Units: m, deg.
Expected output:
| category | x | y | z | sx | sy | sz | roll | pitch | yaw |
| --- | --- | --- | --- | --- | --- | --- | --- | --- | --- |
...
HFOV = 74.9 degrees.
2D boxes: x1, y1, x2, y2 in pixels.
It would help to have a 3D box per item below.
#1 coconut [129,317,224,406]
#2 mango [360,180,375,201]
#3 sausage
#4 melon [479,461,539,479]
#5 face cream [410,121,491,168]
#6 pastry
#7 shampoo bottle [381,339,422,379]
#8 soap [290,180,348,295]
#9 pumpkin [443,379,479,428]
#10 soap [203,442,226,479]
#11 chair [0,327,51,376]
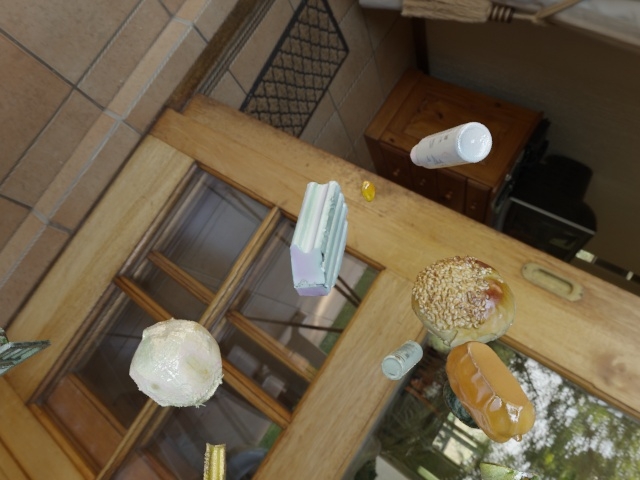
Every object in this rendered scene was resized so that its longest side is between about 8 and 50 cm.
| category | x | y | z | sx | sy | sz | roll | pitch | yaw |
| --- | --- | --- | --- | --- | --- | --- | --- | --- | --- |
| coconut | -0.312 | 0.258 | 0.905 | 0.194 | 0.194 | 0.194 | -44 | 151 | -32 |
| mango | 0.189 | -0.193 | 1.660 | 0.060 | 0.046 | 0.089 | -24 | 120 | -22 |
| sausage | 0.385 | 0.345 | 0.965 | 0.120 | 0.241 | 0.136 | -1 | 122 | -21 |
| melon | 0.539 | 0.680 | 1.171 | 0.128 | 0.160 | 0.079 | 114 | -6 | -58 |
| face cream | 0.281 | -0.207 | 0.951 | 0.082 | 0.082 | 0.269 | -60 | -169 | 0 |
| pastry | 0.552 | 0.227 | 1.650 | 0.409 | 0.409 | 0.245 | -47 | 133 | -26 |
| shampoo bottle | 0.311 | 0.427 | 1.532 | 0.262 | 0.085 | 0.085 | -6 | 122 | -59 |
| soap | 0.000 | 0.000 | 1.738 | 0.261 | 0.156 | 0.446 | 66 | 30 | -51 |
| pumpkin | 0.539 | 0.566 | 1.479 | 0.152 | 0.211 | 0.211 | -50 | 158 | 13 |
| soap | -0.357 | 0.829 | 1.429 | 0.076 | 0.233 | 0.135 | -2 | 116 | -13 |
| chair | -0.917 | 0.295 | 1.150 | 0.270 | 0.147 | 0.136 | -34 | 164 | 7 |
